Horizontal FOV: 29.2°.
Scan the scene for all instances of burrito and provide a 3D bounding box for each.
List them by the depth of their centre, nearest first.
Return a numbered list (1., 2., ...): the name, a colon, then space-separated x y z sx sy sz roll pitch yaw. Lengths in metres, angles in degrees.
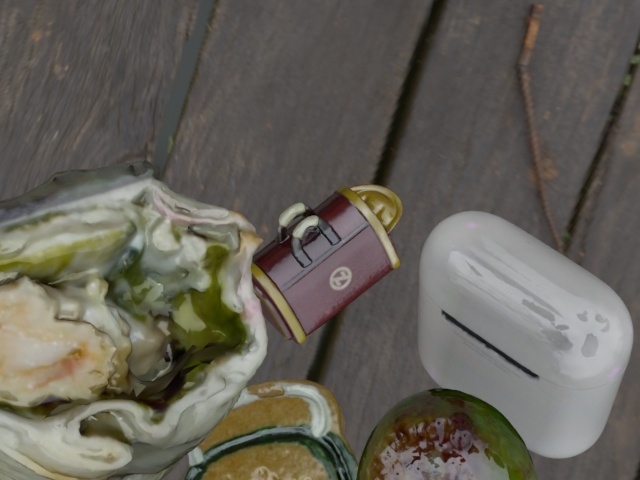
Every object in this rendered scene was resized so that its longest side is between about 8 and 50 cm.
1. burrito: -0.132 0.081 0.666 0.190 0.332 0.135 -27 79 -17

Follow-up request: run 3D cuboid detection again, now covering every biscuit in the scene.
1. biscuit: -0.078 0.339 1.468 0.287 0.057 0.343 -16 63 10

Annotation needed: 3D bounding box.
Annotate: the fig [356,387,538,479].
1. fig: 0.122 0.235 1.221 0.181 0.191 0.181 4 122 6

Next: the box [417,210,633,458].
1. box: 0.252 0.128 1.583 0.289 0.349 0.141 36 65 23

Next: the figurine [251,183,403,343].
1. figurine: 0.001 0.000 1.053 0.154 0.082 0.098 -39 139 -11
